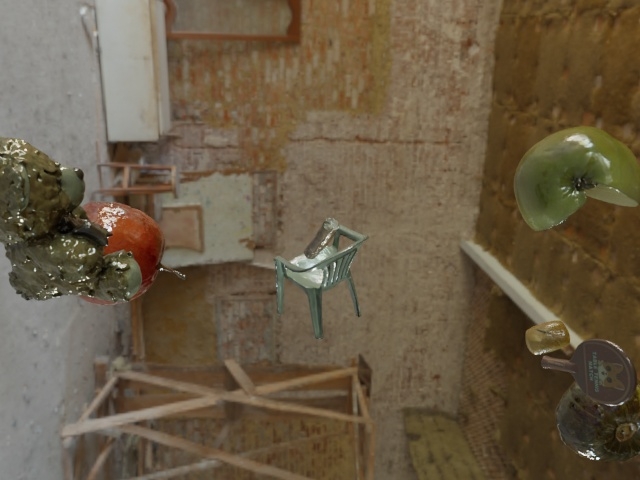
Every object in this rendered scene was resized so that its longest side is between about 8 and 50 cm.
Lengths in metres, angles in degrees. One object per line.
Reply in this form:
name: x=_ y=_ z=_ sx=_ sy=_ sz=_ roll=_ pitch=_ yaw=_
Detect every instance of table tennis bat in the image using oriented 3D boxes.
table tennis bat: x=0.480 y=0.206 z=1.035 sx=0.170 sy=0.119 sz=0.107 roll=-2 pitch=-86 yaw=58

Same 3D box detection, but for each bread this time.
bread: x=0.610 y=0.259 z=1.660 sx=0.056 sy=0.115 sz=0.082 roll=40 pitch=38 yaw=-48

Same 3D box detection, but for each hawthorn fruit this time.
hawthorn fruit: x=-0.429 y=0.036 z=1.360 sx=0.242 sy=0.272 sz=0.241 roll=-163 pitch=-90 yaw=-85

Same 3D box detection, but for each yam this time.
yam: x=0.000 y=0.000 z=1.166 sx=0.145 sy=0.032 sz=0.032 roll=128 pitch=-37 yaw=-61

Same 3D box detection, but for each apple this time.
apple: x=0.633 y=-0.165 z=1.534 sx=0.258 sy=0.295 sz=0.233 roll=-3 pitch=78 yaw=-74

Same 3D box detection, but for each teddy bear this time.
teddy bear: x=-0.393 y=-0.032 z=0.867 sx=0.267 sy=0.156 sz=0.255 roll=32 pitch=-37 yaw=42

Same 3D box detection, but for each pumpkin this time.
pumpkin: x=0.626 y=0.381 z=1.364 sx=0.162 sy=0.219 sz=0.218 roll=-111 pitch=-159 yaw=-65

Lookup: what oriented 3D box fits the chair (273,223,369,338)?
chair: x=0.011 y=0.083 z=1.470 sx=0.191 sy=0.204 sz=0.274 roll=37 pitch=-35 yaw=40
